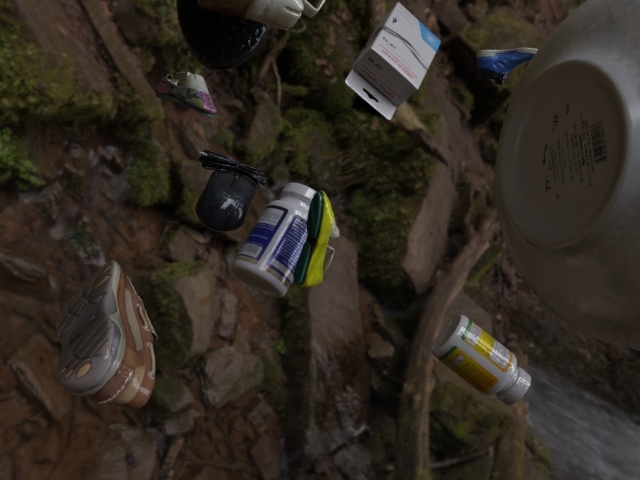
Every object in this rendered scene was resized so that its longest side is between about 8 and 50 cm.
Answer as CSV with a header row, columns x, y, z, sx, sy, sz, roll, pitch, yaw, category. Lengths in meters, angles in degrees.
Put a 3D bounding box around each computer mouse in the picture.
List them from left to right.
x,y,z,sx,sy,sz,roll,pitch,yaw,category
-0.224,-0.130,1.402,0.189,0.072,0.272,20,38,-12,computer mouse

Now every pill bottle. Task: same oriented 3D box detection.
x,y,z,sx,sy,sz,roll,pitch,yaw,category
-0.096,-0.004,1.439,0.153,0.153,0.264,50,62,-42,pill bottle
0.366,0.274,1.314,0.208,0.117,0.117,38,20,1,pill bottle

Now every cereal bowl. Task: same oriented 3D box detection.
x,y,z,sx,sy,sz,roll,pitch,yaw,category
0.262,-0.071,0.512,0.339,0.141,0.338,-177,-90,-73,cereal bowl

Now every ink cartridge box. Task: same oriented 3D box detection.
x,y,z,sx,sy,sz,roll,pitch,yaw,category
0.123,-0.299,0.964,0.104,0.060,0.180,37,55,-15,ink cartridge box

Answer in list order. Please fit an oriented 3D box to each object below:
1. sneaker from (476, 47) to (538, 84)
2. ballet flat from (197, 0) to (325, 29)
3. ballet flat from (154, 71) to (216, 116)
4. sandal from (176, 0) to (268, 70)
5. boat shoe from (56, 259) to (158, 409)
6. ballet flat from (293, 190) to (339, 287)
x,y,z,sx,sy,sz,roll,pitch,yaw,category
0.458,-0.421,1.410,0.058,0.152,0.084,-34,125,-75,sneaker
-0.060,-0.419,0.963,0.124,0.116,0.342,49,42,-6,ballet flat
-0.301,-0.338,1.302,0.077,0.079,0.221,15,9,-46,ballet flat
-0.191,-0.504,1.080,0.107,0.168,0.445,116,-34,-71,sandal
-0.308,0.139,0.858,0.116,0.123,0.324,47,5,-30,boat shoe
0.000,0.000,1.305,0.077,0.230,0.077,7,19,-23,ballet flat
